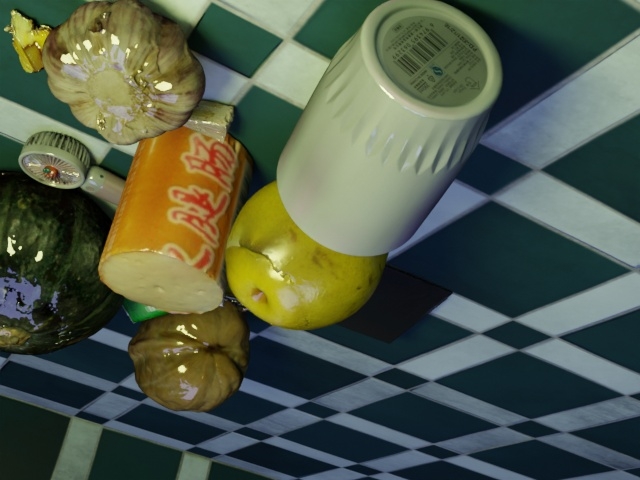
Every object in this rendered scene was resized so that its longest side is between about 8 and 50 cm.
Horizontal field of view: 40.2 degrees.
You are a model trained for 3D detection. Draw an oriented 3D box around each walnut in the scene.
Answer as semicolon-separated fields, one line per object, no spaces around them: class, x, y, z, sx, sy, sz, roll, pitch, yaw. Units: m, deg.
walnut;-0.327;0.276;2.186;0.306;0.306;0.344;29;159;-29

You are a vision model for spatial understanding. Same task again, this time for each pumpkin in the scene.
pumpkin;-0.632;0.062;1.853;0.455;0.343;0.454;6;144;4

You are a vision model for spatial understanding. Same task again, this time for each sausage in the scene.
sausage;-0.255;-0.040;1.589;0.233;0.287;0.233;9;153;5

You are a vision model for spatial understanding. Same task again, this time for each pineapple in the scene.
pineapple;-0.462;-0.314;1.396;0.114;0.077;0.114;-14;130;32

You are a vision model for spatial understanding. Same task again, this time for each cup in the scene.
cup;0.095;-0.156;1.281;0.253;0.253;0.371;16;151;-9

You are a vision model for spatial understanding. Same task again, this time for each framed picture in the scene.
framed picture;0.090;0.126;1.997;0.339;0.014;0.255;22;137;-22

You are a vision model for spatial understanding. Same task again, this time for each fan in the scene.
fan;-0.472;-0.131;1.728;0.244;0.074;0.130;28;147;-30

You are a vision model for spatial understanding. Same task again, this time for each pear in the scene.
pear;-0.012;0.002;1.536;0.285;0.336;0.284;10;124;16

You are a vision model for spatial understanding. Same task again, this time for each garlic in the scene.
garlic;-0.295;-0.265;1.342;0.245;0.160;0.244;5;131;6

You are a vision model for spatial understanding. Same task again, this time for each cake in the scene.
cake;-0.210;-0.218;1.497;0.121;0.052;0.065;21;156;-15

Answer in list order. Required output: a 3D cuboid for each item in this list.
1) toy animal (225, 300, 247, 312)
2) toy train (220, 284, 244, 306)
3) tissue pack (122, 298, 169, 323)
toy animal;-0.143;0.088;2.016;0.230;0.066;0.224;-25;142;30
toy train;-0.126;0.060;1.813;0.261;0.177;0.134;9;173;4
tissue pack;-0.362;0.081;2.028;0.209;0.156;0.148;-18;104;45
